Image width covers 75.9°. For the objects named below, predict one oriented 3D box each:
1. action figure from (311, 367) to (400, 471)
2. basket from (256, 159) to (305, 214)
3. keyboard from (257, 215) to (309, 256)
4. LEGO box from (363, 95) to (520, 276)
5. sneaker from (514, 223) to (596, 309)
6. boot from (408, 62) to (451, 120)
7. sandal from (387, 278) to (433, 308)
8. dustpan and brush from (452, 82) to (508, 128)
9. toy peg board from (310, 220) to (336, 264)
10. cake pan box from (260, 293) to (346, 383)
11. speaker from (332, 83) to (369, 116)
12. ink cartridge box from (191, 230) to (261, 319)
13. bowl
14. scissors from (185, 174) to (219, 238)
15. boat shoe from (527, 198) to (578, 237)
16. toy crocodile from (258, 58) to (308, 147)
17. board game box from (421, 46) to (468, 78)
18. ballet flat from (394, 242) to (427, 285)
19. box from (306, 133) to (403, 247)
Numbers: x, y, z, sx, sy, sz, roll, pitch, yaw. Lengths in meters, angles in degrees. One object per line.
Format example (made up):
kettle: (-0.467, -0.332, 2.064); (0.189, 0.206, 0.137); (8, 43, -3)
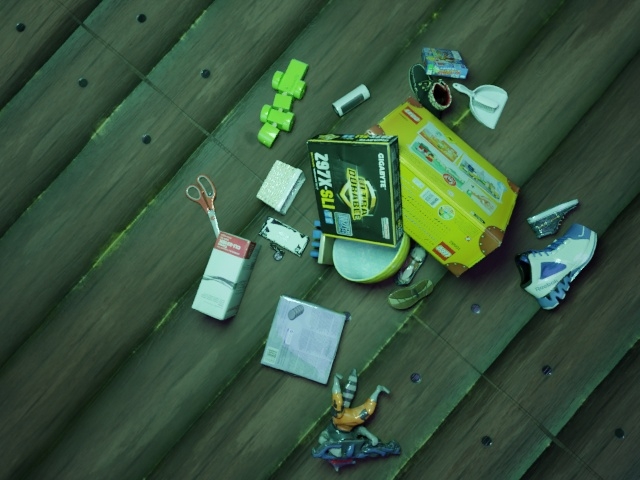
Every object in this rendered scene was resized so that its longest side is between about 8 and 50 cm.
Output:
action figure: (0.123, 0.641, 1.432); (0.341, 0.178, 0.330); (19, 95, -25)
basket: (-0.142, -0.191, 1.472); (0.103, 0.113, 0.167); (30, 88, 7)
keyboard: (-0.141, -0.004, 1.507); (0.180, 0.023, 0.108); (28, 82, 3)
LEGO box: (0.362, -0.192, 1.325); (0.500, 0.193, 0.372); (42, 45, 3)
sneaker: (0.798, 0.063, 1.430); (0.182, 0.127, 0.316); (31, 90, 0)
boot: (0.387, -0.540, 1.442); (0.085, 0.178, 0.236); (-18, 88, 1)
sandal: (0.322, 0.192, 1.478); (0.180, 0.049, 0.072); (-24, 92, -15)
dustpan and brush: (0.574, -0.517, 1.497); (0.211, 0.060, 0.147); (24, 88, 2)
toy peg board: (0.000, 0.000, 1.443); (0.079, 0.160, 0.161); (6, 87, 17)
cake pan box: (-0.060, 0.354, 1.465); (0.245, 0.070, 0.267); (16, 87, 4)
speaker: (0.113, -0.516, 1.510); (0.136, 0.055, 0.055); (-33, 87, -1)
ink cartridge box: (-0.317, 0.118, 1.416); (0.114, 0.197, 0.273); (19, 87, 4)
bowl: (0.201, 0.032, 1.414); (0.156, 0.289, 0.289); (33, 88, -40)
scissors: (-0.395, -0.103, 1.517); (0.109, 0.021, 0.297); (-32, 85, -2)
boat shoe: (0.843, -0.078, 1.472); (0.183, 0.065, 0.083); (-25, 88, 7)
toy crocodile: (-0.133, -0.503, 1.500); (0.115, 0.105, 0.341); (19, 83, 2)
board game box: (0.435, -0.632, 1.452); (0.136, 0.201, 0.035); (8, 131, 2)
ballet flat: (0.333, 0.082, 1.471); (0.070, 0.070, 0.188); (30, 88, 2)
box: (0.107, -0.150, 1.217); (0.257, 0.079, 0.322); (12, 127, 31)
